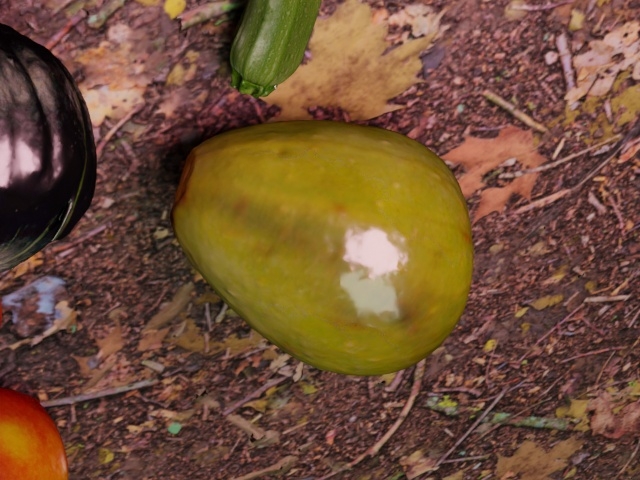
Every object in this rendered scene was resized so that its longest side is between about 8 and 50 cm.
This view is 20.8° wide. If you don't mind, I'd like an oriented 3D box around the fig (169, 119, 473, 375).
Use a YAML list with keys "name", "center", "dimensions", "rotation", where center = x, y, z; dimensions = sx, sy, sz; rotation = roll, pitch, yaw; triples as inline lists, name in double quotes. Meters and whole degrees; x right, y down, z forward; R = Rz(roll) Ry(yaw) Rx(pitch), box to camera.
- name: "fig"
  center: [0.000, 0.000, 1.758]
  dimensions: [0.326, 0.258, 0.258]
  rotation: [19, 122, -28]

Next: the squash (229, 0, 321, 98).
- name: "squash"
  center: [-0.038, -0.223, 1.628]
  dimensions: [0.077, 0.068, 0.219]
  rotation: [-19, 142, -37]

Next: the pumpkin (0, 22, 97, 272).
- name: "pumpkin"
  center: [-0.340, -0.099, 1.467]
  dimensions: [0.296, 0.296, 0.296]
  rotation: [-17, 140, -15]

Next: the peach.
- name: "peach"
  center: [-0.379, 0.248, 1.895]
  dimensions: [0.196, 0.226, 0.190]
  rotation: [-6, 111, 24]
